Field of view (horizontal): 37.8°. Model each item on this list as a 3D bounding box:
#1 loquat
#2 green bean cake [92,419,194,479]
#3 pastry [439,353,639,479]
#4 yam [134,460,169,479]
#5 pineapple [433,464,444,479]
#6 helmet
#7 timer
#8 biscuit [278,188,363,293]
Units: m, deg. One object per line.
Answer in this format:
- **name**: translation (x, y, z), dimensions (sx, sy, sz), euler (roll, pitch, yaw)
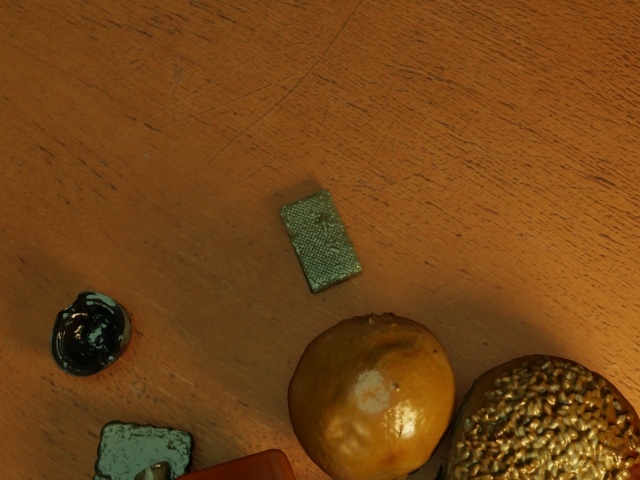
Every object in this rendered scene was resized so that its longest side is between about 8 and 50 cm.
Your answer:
- **loquat**: translation (0.097, 0.291, 1.736), dimensions (0.329, 0.328, 0.328), euler (-1, 74, 5)
- **green bean cake**: translation (-0.346, 0.455, 1.844), dimensions (0.185, 0.094, 0.183), euler (6, 76, 5)
- **pastry**: translation (0.409, 0.406, 1.699), dimensions (0.410, 0.245, 0.409), euler (1, 73, -4)
- **yam**: translation (-0.313, 0.492, 1.758), dimensions (0.070, 0.069, 0.146), euler (-8, 76, 3)
- **pineapple**: translation (0.159, 0.526, 1.781), dimensions (0.251, 0.125, 0.125), euler (-22, 73, -13)
- **helmet**: translation (-0.459, 0.191, 1.925), dimensions (0.177, 0.107, 0.153), euler (-45, 78, 12)
- **timer**: translation (-0.141, 0.545, 1.751), dimensions (0.258, 0.161, 0.249), euler (-16, 116, -2)
- **biscuit**: translation (0.000, 0.000, 1.968), dimensions (0.121, 0.040, 0.199), euler (-23, 73, -3)
